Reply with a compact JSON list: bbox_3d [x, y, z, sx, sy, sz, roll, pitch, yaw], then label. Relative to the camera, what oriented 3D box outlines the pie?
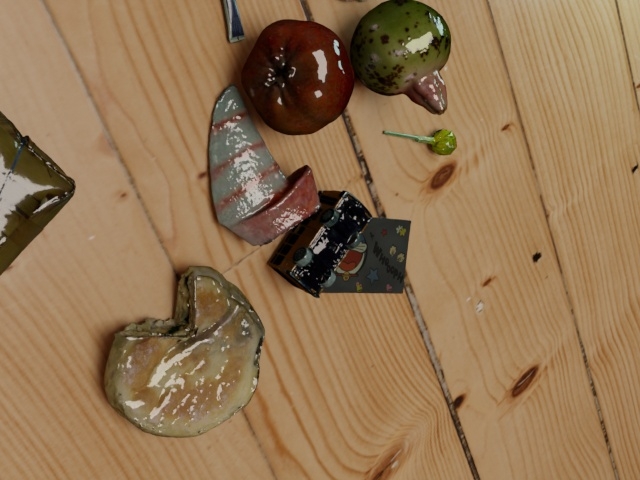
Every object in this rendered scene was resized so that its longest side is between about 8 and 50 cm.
[{"bbox_3d":[-0.237,0.215,1.555,0.337,0.075,0.338,-12,108,-40],"label":"pie"}]

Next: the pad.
[{"bbox_3d":[0.098,0.030,1.835,0.245,0.006,0.170,4,94,-38],"label":"pad"}]

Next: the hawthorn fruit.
[{"bbox_3d":[-0.022,-0.302,1.579,0.248,0.208,0.208,-22,111,-60],"label":"hawthorn fruit"}]

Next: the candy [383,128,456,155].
[{"bbox_3d":[0.217,-0.224,1.871,0.193,0.062,0.058,6,137,-30],"label":"candy"}]

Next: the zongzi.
[{"bbox_3d":[-0.538,-0.086,1.250,0.289,0.123,0.260,47,71,-22],"label":"zongzi"}]

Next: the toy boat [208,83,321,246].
[{"bbox_3d":[-0.132,-0.142,1.587,0.206,0.096,0.282,-32,106,-15],"label":"toy boat"}]

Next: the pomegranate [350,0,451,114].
[{"bbox_3d":[0.179,-0.353,1.693,0.214,0.214,0.248,-30,83,-31],"label":"pomegranate"}]

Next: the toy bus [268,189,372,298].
[{"bbox_3d":[0.000,0.000,1.682,0.098,0.114,0.201,42,76,-34],"label":"toy bus"}]

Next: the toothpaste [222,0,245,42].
[{"bbox_3d":[-0.164,-0.429,1.548,0.037,0.021,0.140,-24,113,-34],"label":"toothpaste"}]
